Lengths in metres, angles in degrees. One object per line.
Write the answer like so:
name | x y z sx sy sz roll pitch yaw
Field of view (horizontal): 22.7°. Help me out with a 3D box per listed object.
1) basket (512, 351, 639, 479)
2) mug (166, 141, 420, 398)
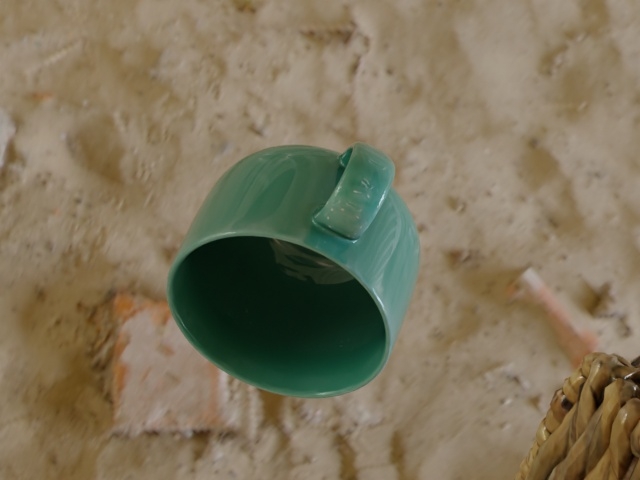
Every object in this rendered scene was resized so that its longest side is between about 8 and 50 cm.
basket | 0.184 0.209 0.668 0.223 0.299 0.213 2 41 -28
mug | 0.001 0.007 0.885 0.129 0.158 0.097 54 39 -29
